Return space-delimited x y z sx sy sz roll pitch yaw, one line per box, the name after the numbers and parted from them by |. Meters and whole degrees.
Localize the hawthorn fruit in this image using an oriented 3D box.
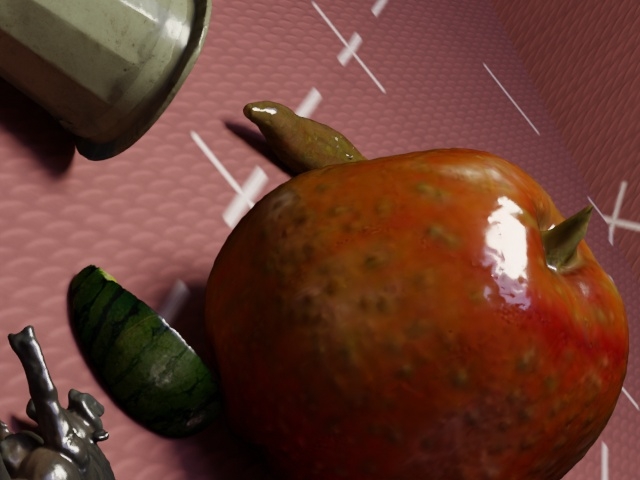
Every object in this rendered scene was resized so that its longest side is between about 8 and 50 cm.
0.103 0.081 1.337 0.403 0.402 0.403 43 24 -25 | hawthorn fruit

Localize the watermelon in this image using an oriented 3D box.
-0.159 0.110 1.228 0.181 0.075 0.092 51 -22 -12 | watermelon

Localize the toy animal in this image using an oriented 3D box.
-0.202 0.162 0.999 0.148 0.084 0.233 47 19 -20 | toy animal

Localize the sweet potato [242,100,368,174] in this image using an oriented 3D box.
-0.017 -0.124 1.788 0.243 0.077 0.077 35 29 -40 | sweet potato

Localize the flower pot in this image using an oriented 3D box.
-0.240 -0.214 1.320 0.202 0.212 0.212 34 29 -28 | flower pot
